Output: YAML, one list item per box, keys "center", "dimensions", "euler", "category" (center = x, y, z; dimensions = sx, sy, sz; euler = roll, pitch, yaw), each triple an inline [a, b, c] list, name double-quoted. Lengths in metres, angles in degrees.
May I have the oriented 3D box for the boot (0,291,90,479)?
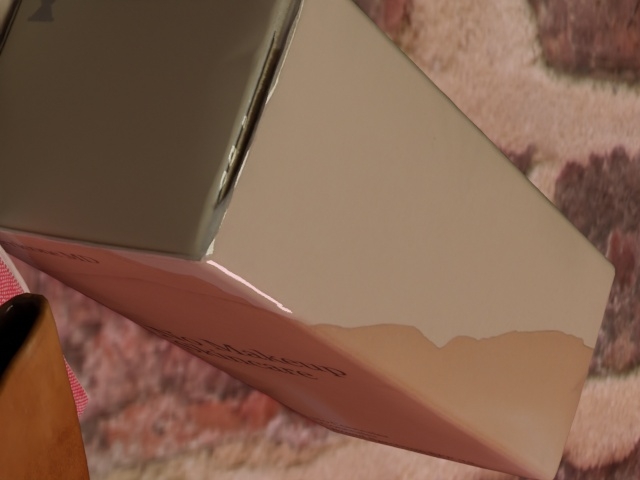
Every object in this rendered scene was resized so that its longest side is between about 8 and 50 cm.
- center: [-0.095, 0.144, 0.597]
  dimensions: [0.264, 0.096, 0.280]
  euler: [-48, 135, -48]
  category: "boot"

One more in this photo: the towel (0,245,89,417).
- center: [-0.146, 0.099, 0.553]
  dimensions: [0.144, 0.029, 0.197]
  euler: [72, 31, -52]
  category: "towel"

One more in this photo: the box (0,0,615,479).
- center: [0.000, 0.000, 0.685]
  dimensions: [0.311, 0.148, 0.121]
  euler: [35, 69, -50]
  category: "box"
